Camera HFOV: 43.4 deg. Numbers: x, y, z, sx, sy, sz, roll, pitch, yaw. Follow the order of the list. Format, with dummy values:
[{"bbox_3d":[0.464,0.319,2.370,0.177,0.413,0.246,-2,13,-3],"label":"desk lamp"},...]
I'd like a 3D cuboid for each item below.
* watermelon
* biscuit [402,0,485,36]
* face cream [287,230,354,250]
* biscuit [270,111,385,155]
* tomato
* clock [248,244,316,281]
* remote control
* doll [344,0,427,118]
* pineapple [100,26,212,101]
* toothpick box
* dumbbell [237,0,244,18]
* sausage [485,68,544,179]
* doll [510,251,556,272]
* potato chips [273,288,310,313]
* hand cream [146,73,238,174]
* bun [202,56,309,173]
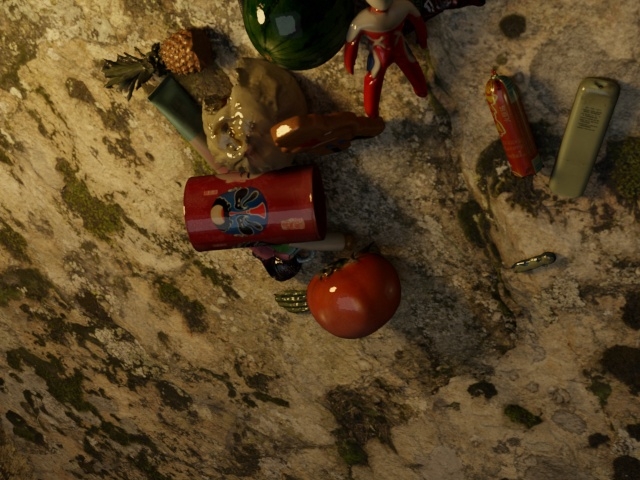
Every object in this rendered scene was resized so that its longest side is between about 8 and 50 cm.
[{"bbox_3d":[-0.045,-0.484,1.705,0.242,0.242,0.242,13,132,14],"label":"watermelon"},{"bbox_3d":[0.213,-0.520,1.681,0.235,0.063,0.151,-15,120,36],"label":"biscuit"},{"bbox_3d":[0.000,0.000,2.173,0.182,0.072,0.051,3,113,-17],"label":"face cream"},{"bbox_3d":[0.012,-0.241,1.854,0.202,0.334,0.047,-20,81,31],"label":"biscuit"},{"bbox_3d":[0.092,0.144,2.175,0.256,0.256,0.224,-25,99,38],"label":"tomato"},{"bbox_3d":[-0.114,0.017,2.261,0.194,0.100,0.195,-24,116,36],"label":"clock"},{"bbox_3d":[0.582,-0.220,1.786,0.090,0.038,0.309,14,133,12],"label":"remote control"},{"bbox_3d":[0.136,-0.427,1.690,0.188,0.099,0.384,-22,143,-6],"label":"doll"},{"bbox_3d":[-0.402,-0.432,1.979,0.277,0.119,0.130,-10,98,24],"label":"pineapple"},{"bbox_3d":[-0.164,-0.083,2.073,0.333,0.204,0.204,-6,127,9],"label":"toothpick box"},{"bbox_3d":[-0.198,-0.613,1.778,0.081,0.081,0.254,2,128,23],"label":"dumbbell"},{"bbox_3d":[0.428,-0.266,1.795,0.083,0.083,0.264,-10,121,31],"label":"sausage"},{"bbox_3d":[0.542,0.058,2.046,0.125,0.027,0.037,-25,122,37],"label":"doll"},{"bbox_3d":[-0.049,0.177,2.416,0.207,0.028,0.092,-13,122,35],"label":"potato chips"},{"bbox_3d":[-0.319,-0.289,2.103,0.070,0.111,0.312,-11,129,43],"label":"hand cream"},{"bbox_3d":[-0.165,-0.280,1.960,0.281,0.205,0.281,12,133,13],"label":"bun"}]
